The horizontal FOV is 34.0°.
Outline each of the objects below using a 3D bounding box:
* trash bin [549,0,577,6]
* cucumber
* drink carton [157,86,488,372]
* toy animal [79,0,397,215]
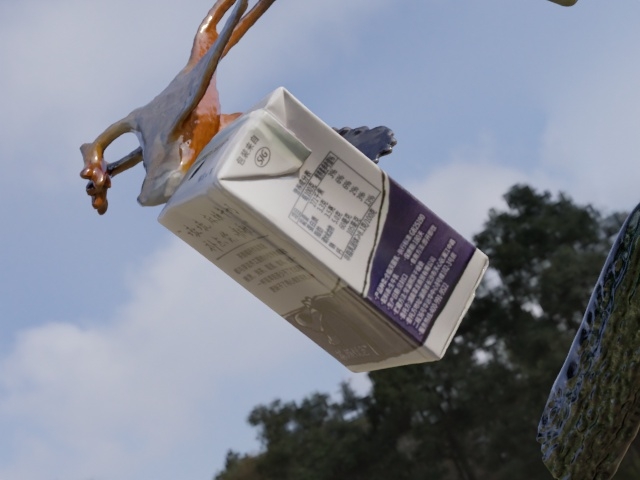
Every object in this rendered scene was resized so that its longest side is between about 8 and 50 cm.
[{"bbox_3d":[0.148,-0.195,0.616,0.061,0.043,0.092,-52,-23,-26],"label":"trash bin"},{"bbox_3d":[0.234,0.079,0.797,0.077,0.077,0.265,-10,-51,-36],"label":"cucumber"},{"bbox_3d":[-0.001,0.000,0.818,0.102,0.222,0.134,-59,17,-23],"label":"drink carton"},{"bbox_3d":[-0.119,-0.158,1.005,0.302,0.284,0.225,-34,-57,1],"label":"toy animal"}]
